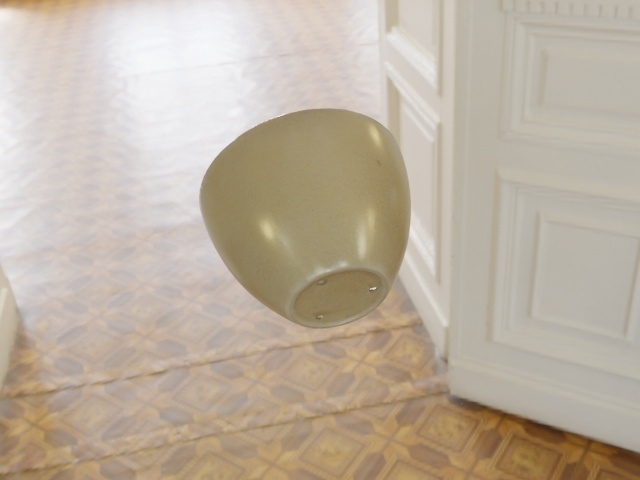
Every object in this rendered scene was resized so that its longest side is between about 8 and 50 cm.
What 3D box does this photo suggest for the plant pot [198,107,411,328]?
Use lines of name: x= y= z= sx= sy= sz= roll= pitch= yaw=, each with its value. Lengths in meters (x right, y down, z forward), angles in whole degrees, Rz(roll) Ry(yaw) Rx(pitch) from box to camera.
plant pot: x=0.000 y=0.000 z=0.980 sx=0.284 sy=0.284 sz=0.191 roll=-11 pitch=54 yaw=-10
